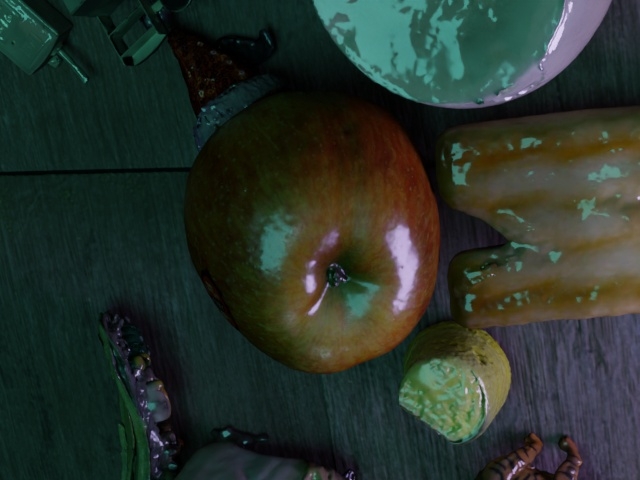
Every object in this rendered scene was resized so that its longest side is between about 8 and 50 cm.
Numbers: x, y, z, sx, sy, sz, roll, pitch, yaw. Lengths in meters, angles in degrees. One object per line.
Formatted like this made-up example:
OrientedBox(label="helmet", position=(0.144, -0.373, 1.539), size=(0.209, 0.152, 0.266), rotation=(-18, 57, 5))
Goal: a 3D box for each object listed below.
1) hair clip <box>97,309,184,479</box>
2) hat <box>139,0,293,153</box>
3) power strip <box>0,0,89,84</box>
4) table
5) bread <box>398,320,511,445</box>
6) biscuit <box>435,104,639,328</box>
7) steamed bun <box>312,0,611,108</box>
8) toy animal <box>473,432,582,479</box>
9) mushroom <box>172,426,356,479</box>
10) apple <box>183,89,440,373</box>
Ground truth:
OrientedBox(label="hair clip", position=(-0.218, 0.243, 2.139), size=(0.091, 0.138, 0.321), rotation=(-7, 114, -10))
OrientedBox(label="hat", position=(-0.128, -0.179, 1.915), size=(0.227, 0.129, 0.140), rotation=(50, 151, 15))
OrientedBox(label="power strip", position=(-0.337, -0.242, 1.988), size=(0.175, 0.042, 0.075), rotation=(41, 121, 0))
OrientedBox(label="table", position=(-0.217, -0.302, 1.869), size=(0.146, 0.062, 0.175), rotation=(-39, 72, 32))
OrientedBox(label="bread", position=(0.154, 0.160, 1.944), size=(0.129, 0.114, 0.111), rotation=(31, 115, 2))
OrientedBox(label="biscuit", position=(0.271, -0.025, 1.799), size=(0.291, 0.062, 0.237), rotation=(-8, 111, 5))
OrientedBox(label="steamed bun", position=(0.140, -0.294, 1.672), size=(0.324, 0.206, 0.324), rotation=(10, 117, 20))
OrientedBox(label="toy animal", position=(0.281, 0.307, 1.960), size=(0.255, 0.116, 0.114), rotation=(17, 121, 13))
OrientedBox(label="mushroom", position=(-0.103, 0.463, 2.030), size=(0.224, 0.397, 0.313), rotation=(1, 117, 23))
OrientedBox(label="apple", position=(0.000, 0.000, 1.814), size=(0.277, 0.250, 0.309), rotation=(-30, 141, 16))
